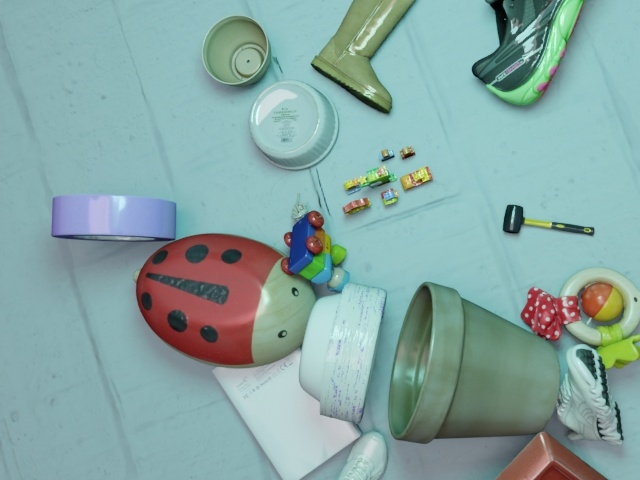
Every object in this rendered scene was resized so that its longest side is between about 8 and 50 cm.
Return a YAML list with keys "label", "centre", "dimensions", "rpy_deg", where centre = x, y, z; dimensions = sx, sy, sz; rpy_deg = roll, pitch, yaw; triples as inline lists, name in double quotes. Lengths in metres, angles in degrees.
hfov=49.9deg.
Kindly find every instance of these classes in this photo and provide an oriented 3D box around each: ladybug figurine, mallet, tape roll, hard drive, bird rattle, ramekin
- label: "ladybug figurine"
  centre: [-0.234, 0.126, 1.546]
  dimensions: [0.449, 0.162, 0.305]
  rpy_deg: [9, 79, 16]
- label: "mallet"
  centre: [0.491, -0.044, 1.482]
  dimensions: [0.189, 0.039, 0.062]
  rpy_deg: [2, 85, 9]
- label: "tape roll"
  centre: [-0.473, -0.047, 1.587]
  dimensions: [0.274, 0.275, 0.090]
  rpy_deg: [-1, 86, 13]
- label: "hard drive"
  centre: [-0.081, 0.372, 1.589]
  dimensions: [0.210, 0.040, 0.319]
  rpy_deg: [-38, 79, 9]
- label: "bird rattle"
  centre: [0.560, 0.152, 1.431]
  dimensions: [0.253, 0.143, 0.207]
  rpy_deg: [32, 83, 26]
- label: "ramekin"
  centre: [-0.067, -0.272, 1.587]
  dimensions: [0.207, 0.109, 0.207]
  rpy_deg: [-1, 87, 13]

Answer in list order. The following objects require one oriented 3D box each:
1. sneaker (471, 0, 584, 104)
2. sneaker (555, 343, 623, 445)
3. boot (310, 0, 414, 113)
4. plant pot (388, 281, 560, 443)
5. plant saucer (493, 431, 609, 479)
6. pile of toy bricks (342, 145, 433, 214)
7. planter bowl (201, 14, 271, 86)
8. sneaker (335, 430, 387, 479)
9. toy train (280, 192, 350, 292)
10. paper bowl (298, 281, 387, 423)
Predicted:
- label: "sneaker"
  centre: [0.457, -0.534, 1.439]
  dimensions: [0.202, 0.185, 0.483]
  rpy_deg: [22, 91, 10]
- label: "sneaker"
  centre: [0.514, 0.314, 1.353]
  dimensions: [0.118, 0.292, 0.110]
  rpy_deg: [-10, 40, 27]
- label: "boot"
  centre: [0.134, -0.457, 1.561]
  dimensions: [0.236, 0.089, 0.269]
  rpy_deg: [37, 94, 12]
- label: "plant pot"
  centre: [0.311, 0.270, 1.390]
  dimensions: [0.280, 0.323, 0.323]
  rpy_deg: [14, 90, -3]
- label: "plant saucer"
  centre: [0.447, 0.543, 1.379]
  dimensions: [0.259, 0.048, 0.258]
  rpy_deg: [38, 97, -21]
- label: "pile of toy bricks"
  centre: [0.134, -0.140, 1.533]
  dimensions: [0.212, 0.105, 0.118]
  rpy_deg: [-22, 82, 11]
- label: "planter bowl"
  centre: [-0.184, -0.434, 1.624]
  dimensions: [0.162, 0.109, 0.162]
  rpy_deg: [-1, 86, 14]
- label: "sneaker"
  centre: [0.075, 0.530, 1.504]
  dimensions: [0.090, 0.115, 0.232]
  rpy_deg: [27, 93, 13]
- label: "toy train"
  centre: [0.000, 0.000, 1.560]
  dimensions: [0.143, 0.248, 0.105]
  rpy_deg: [35, 123, -24]
- label: "paper bowl"
  centre: [0.044, 0.227, 1.436]
  dimensions: [0.148, 0.284, 0.284]
  rpy_deg: [10, 89, 7]
